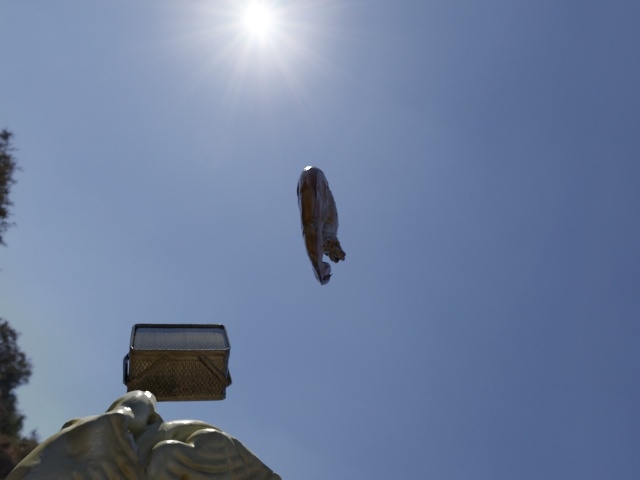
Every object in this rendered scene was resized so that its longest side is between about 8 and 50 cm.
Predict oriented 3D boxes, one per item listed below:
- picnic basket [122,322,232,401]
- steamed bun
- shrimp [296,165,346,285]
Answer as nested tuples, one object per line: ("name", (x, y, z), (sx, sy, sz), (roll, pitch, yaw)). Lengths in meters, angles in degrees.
("picnic basket", (-0.359, 0.304, 1.372), (0.165, 0.266, 0.139), (-135, -129, -68))
("steamed bun", (-0.212, 0.319, 0.621), (0.203, 0.289, 0.276), (-29, -88, 39))
("shrimp", (0.004, -0.001, 0.692), (0.053, 0.133, 0.236), (-13, -24, 1))
